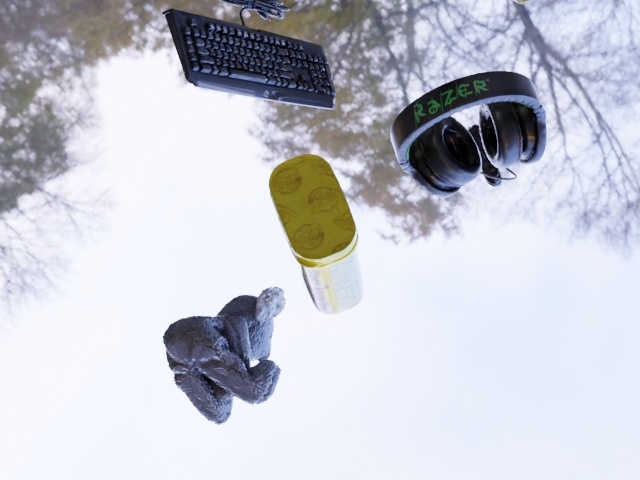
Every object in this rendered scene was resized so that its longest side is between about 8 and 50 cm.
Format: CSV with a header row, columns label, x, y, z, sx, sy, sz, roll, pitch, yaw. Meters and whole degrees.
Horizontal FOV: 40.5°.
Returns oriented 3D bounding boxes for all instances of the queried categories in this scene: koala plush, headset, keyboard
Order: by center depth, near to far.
label,x,y,z,sx,sy,sz,roll,pitch,yaw
keyboard,-0.099,-0.298,1.284,0.033,0.317,0.201,-31,-108,35
headset,0.255,-0.187,1.470,0.243,0.394,0.185,-21,-113,15
koala plush,-0.156,0.175,1.569,0.196,0.203,0.221,-33,-167,43

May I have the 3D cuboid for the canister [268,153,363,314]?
label,x,y,z,sx,sy,sz,roll,pitch,yaw
canister,0.000,0.000,0.972,0.073,0.170,0.126,-21,-116,-3

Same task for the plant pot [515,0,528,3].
label,x,y,z,sx,sy,sz,roll,pitch,yaw
plant pot,0.253,-0.350,1.076,0.081,0.081,0.083,-23,-152,-10
